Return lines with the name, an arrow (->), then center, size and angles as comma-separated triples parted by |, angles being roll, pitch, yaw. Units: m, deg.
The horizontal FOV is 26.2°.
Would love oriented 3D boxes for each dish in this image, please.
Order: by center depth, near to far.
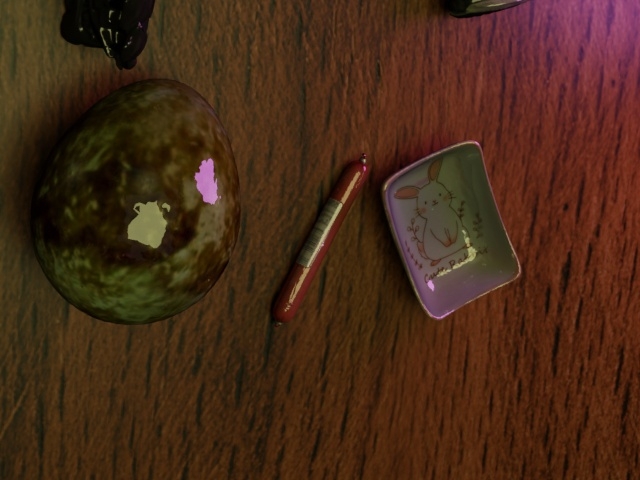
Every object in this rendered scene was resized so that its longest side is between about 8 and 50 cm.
dish -> 0.161, -0.018, 1.821 | 0.151, 0.077, 0.212 | -27, 111, -13

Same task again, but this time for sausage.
sausage -> 0.000, 0.000, 1.782 | 0.034, 0.034, 0.253 | 28, 91, -25

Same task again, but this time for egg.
egg -> -0.206, -0.046, 1.575 | 0.238, 0.238, 0.289 | 17, 85, -25

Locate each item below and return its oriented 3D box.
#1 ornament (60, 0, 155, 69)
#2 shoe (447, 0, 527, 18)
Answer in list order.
ornament -> -0.205, -0.310, 1.504 | 0.106, 0.260, 0.251 | 8, 100, -18
shoe -> 0.252, -0.365, 1.773 | 0.227, 0.099, 0.112 | -25, 104, -20
